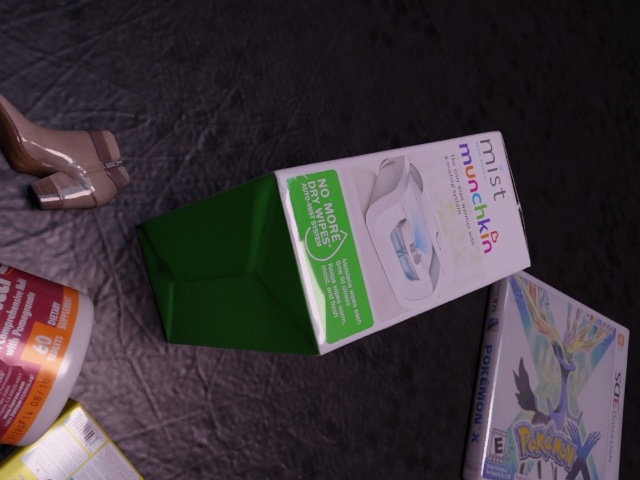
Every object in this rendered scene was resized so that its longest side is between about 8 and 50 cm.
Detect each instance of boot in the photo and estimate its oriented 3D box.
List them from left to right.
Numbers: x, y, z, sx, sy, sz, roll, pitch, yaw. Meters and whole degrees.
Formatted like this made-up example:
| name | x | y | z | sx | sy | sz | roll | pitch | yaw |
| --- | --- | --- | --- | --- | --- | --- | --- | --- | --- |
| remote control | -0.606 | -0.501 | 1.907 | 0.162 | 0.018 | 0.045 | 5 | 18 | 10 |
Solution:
| name | x | y | z | sx | sy | sz | roll | pitch | yaw |
| --- | --- | --- | --- | --- | --- | --- | --- | --- | --- |
| boot | -0.225 | -0.082 | 0.514 | 0.087 | 0.042 | 0.118 | -30 | 102 | -41 |

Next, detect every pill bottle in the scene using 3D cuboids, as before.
| name | x | y | z | sx | sy | sz | roll | pitch | yaw |
| --- | --- | --- | --- | --- | --- | --- | --- | --- | --- |
| pill bottle | -0.284 | 0.056 | 0.397 | 0.221 | 0.121 | 0.121 | 27 | 69 | -30 |

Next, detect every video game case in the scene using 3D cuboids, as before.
| name | x | y | z | sx | sy | sz | roll | pitch | yaw |
| --- | --- | --- | --- | --- | --- | --- | --- | --- | --- |
| video game case | 0.352 | 0.229 | 0.873 | 0.329 | 0.036 | 0.300 | 25 | 69 | -30 |

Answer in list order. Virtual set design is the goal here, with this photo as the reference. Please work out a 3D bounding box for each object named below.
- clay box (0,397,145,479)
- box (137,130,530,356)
| name | x | y | z | sx | sy | sz | roll | pitch | yaw |
| --- | --- | --- | --- | --- | --- | --- | --- | --- | --- |
| clay box | -0.241 | 0.244 | 0.441 | 0.222 | 0.053 | 0.127 | -41 | 107 | -31 |
| box | 0.000 | 0.000 | 0.521 | 0.231 | 0.262 | 0.127 | -15 | 93 | -37 |
